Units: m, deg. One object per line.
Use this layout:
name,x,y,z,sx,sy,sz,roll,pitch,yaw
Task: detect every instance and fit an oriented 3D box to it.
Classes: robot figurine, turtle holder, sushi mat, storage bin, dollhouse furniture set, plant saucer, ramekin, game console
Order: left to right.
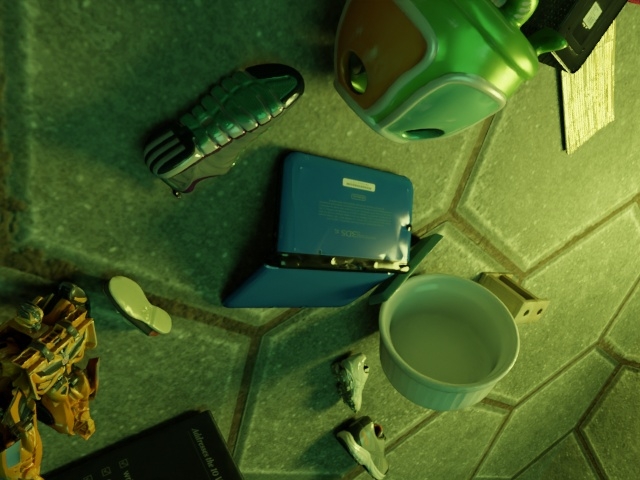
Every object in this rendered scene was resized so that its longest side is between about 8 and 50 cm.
robot figurine,-0.360,0.193,0.691,0.211,0.085,0.290,-56,167,-53
game console,0.000,0.000,0.913,0.293,0.173,0.250,6,87,-41
plant saucer,0.163,0.052,1.025,0.018,0.067,0.192,48,63,-6
turtle holder,0.149,-0.255,0.710,0.227,0.243,0.320,-46,180,24
ramekin,0.252,0.213,1.102,0.277,0.277,0.135,-23,142,-22
dollhouse furniture set,0.447,0.190,1.329,0.129,0.129,0.183,3,119,-39
storage bin,0.426,-0.390,0.892,0.122,0.084,0.180,17,110,-44
sushi mat,0.549,-0.325,1.087,0.151,0.019,0.316,-39,138,-4

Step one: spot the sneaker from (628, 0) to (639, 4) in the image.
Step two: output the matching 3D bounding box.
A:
sneaker,0.552,-0.500,0.902,0.252,0.103,0.111,10,112,-49

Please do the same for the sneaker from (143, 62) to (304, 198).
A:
sneaker,-0.117,-0.142,0.691,0.224,0.083,0.098,-32,157,-7

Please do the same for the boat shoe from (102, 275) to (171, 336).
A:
boat shoe,-0.271,0.099,0.770,0.043,0.049,0.137,-9,142,20

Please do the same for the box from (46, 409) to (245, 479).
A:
box,-0.295,0.611,0.831,0.472,0.480,0.297,-19,134,-25

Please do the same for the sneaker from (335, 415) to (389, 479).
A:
sneaker,0.137,0.545,1.397,0.108,0.100,0.271,-42,138,-11

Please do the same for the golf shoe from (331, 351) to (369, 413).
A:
golf shoe,0.083,0.323,1.205,0.086,0.069,0.176,-32,138,-22
